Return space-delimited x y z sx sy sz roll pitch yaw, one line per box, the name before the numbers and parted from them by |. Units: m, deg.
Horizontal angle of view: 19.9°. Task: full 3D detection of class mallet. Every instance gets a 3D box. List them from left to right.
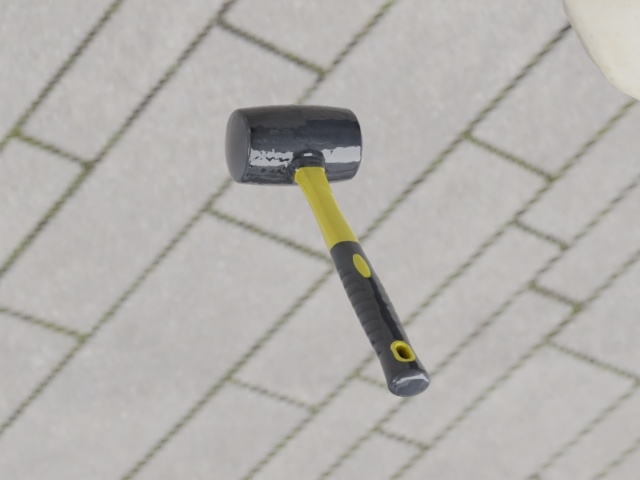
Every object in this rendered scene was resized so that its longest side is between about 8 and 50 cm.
mallet | 0.000 0.000 0.808 0.062 0.189 0.039 3 127 -15

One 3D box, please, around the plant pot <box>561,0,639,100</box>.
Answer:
plant pot | 0.250 -0.188 0.768 0.305 0.334 0.334 -24 139 23
